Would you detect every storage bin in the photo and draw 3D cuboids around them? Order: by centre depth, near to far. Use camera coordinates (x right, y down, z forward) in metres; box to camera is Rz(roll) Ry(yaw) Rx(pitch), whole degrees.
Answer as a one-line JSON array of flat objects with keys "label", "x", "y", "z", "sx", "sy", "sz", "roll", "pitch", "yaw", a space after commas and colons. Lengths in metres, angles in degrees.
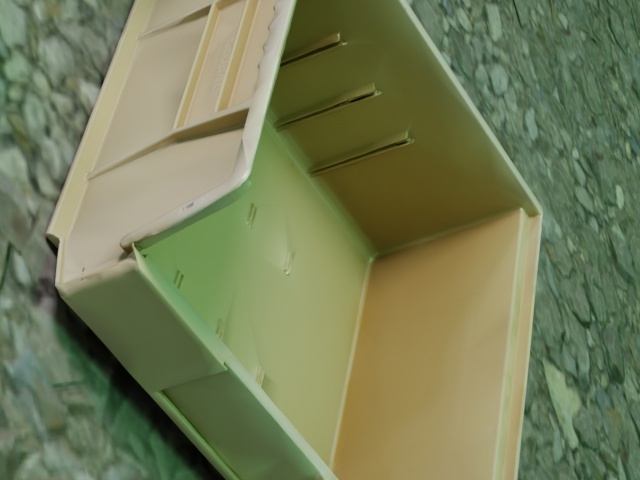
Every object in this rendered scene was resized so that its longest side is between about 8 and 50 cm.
[{"label": "storage bin", "x": 0.000, "y": 0.000, "z": 0.913, "sx": 0.262, "sy": 0.123, "sz": 0.260, "roll": 53, "pitch": 32, "yaw": -33}]
